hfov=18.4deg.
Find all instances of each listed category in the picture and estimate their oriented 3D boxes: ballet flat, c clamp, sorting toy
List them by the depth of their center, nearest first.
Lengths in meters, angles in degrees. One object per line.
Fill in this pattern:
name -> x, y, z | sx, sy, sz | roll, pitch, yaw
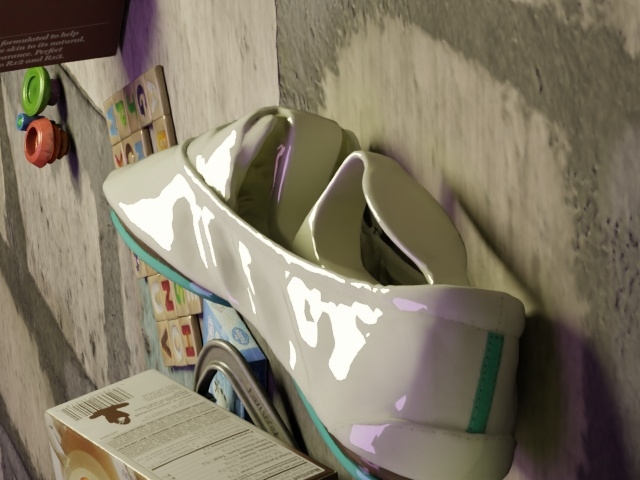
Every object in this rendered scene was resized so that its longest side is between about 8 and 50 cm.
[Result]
ballet flat -> 0.000, 0.000, 1.093 | 0.400, 0.139, 0.139 | -138, 41, -55
c clamp -> -0.055, 0.154, 1.417 | 0.160, 0.022, 0.137 | 61, 150, 14
sorting toy -> -0.263, -0.118, 1.908 | 0.061, 0.042, 0.102 | -17, 71, 56

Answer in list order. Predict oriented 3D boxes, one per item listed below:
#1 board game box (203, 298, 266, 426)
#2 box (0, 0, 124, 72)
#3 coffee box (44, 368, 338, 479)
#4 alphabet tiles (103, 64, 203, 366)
board game box -> -0.064, 0.100, 1.462 | 0.090, 0.020, 0.090 | -125, 31, -51
box -> -0.262, -0.265, 1.607 | 0.167, 0.168, 0.203 | 110, 145, -56
coffee box -> -0.086, 0.199, 1.370 | 0.246, 0.098, 0.141 | 23, 126, 53
alphabet tiles -> -0.135, -0.013, 1.626 | 0.198, 0.009, 0.237 | 165, 94, -71
